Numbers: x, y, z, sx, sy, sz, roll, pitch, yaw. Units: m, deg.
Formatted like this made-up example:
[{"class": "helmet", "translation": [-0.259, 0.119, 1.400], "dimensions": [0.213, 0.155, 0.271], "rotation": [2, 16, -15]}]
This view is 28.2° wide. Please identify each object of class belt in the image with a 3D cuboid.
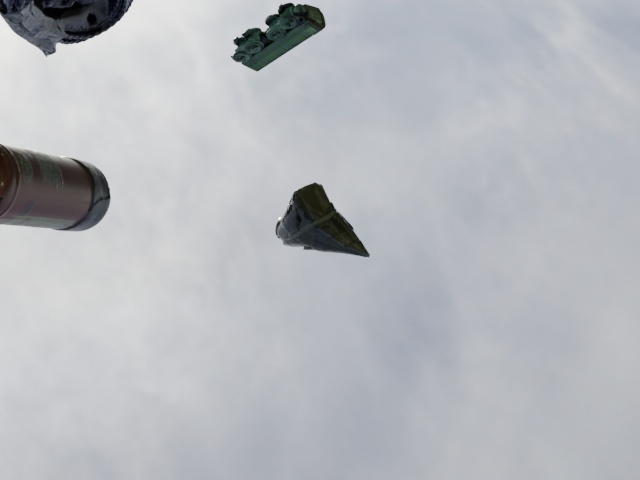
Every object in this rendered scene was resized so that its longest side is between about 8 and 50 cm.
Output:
[{"class": "belt", "translation": [-0.285, -0.290, 1.329], "dimensions": [0.126, 0.139, 0.230], "rotation": [56, -175, 6]}]

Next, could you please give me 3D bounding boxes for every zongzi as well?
[{"class": "zongzi", "translation": [0.000, 0.000, 1.559], "dimensions": [0.055, 0.109, 0.119], "rotation": [-37, -99, -33]}]

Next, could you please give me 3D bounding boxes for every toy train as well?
[{"class": "toy train", "translation": [-0.065, -0.285, 1.784], "dimensions": [0.071, 0.148, 0.038], "rotation": [12, -120, -47]}]

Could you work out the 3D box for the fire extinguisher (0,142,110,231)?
[{"class": "fire extinguisher", "translation": [-0.460, -0.082, 1.795], "dimensions": [0.200, 0.113, 0.376], "rotation": [12, -179, 17]}]
